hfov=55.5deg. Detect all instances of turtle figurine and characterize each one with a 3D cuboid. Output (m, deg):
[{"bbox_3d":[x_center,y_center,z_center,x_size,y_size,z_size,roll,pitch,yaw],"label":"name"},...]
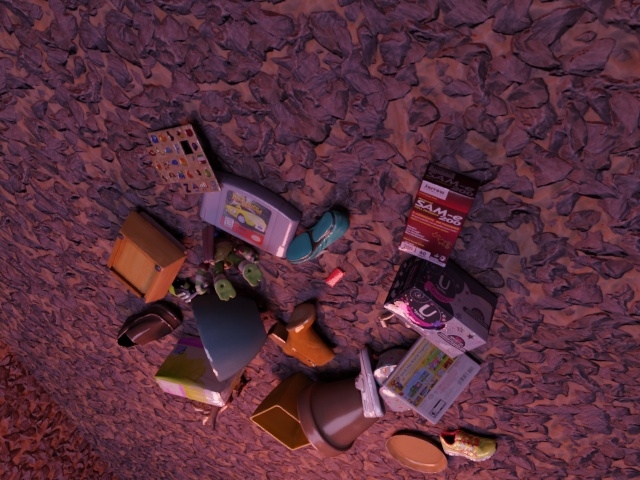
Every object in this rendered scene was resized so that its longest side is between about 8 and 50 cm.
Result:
[{"bbox_3d":[-0.268,0.104,1.821,0.197,0.266,0.275,3,108,-25],"label":"turtle figurine"}]

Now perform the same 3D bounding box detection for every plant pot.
[{"bbox_3d":[-0.094,0.616,2.242,0.212,0.187,0.212,40,136,-11],"label":"plant pot"},{"bbox_3d":[0.089,0.582,2.092,0.229,0.263,0.263,-32,112,26],"label":"plant pot"},{"bbox_3d":[0.361,0.789,2.274,0.236,0.032,0.236,15,135,16],"label":"plant pot"},{"bbox_3d":[-0.287,0.292,2.006,0.195,0.290,0.290,-20,129,-8],"label":"plant pot"}]

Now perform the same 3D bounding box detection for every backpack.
[{"bbox_3d":[0.259,0.438,1.913,0.165,0.144,0.188,-22,108,39],"label":"backpack"}]

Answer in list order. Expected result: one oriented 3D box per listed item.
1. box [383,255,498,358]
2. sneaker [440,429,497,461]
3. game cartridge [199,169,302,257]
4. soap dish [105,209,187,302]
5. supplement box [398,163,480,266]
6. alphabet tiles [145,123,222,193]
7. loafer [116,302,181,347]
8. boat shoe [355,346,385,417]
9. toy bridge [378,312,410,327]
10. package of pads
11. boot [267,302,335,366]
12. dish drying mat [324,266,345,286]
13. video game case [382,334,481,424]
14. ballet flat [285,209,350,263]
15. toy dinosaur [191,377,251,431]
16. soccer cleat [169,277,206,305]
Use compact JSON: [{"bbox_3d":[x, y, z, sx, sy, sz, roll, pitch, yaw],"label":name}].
[{"bbox_3d":[0.318,0.163,1.597,0.247,0.163,0.142,37,139,-9],"label":"box"},{"bbox_3d":[0.497,0.689,2.068,0.208,0.081,0.094,-12,122,37],"label":"sneaker"},{"bbox_3d":[-0.204,-0.080,1.735,0.294,0.060,0.196,26,134,4],"label":"game cartridge"},{"bbox_3d":[-0.583,0.063,2.007,0.229,0.118,0.291,41,137,1],"label":"soap dish"},{"bbox_3d":[0.283,-0.057,1.473,0.130,0.073,0.240,21,136,10],"label":"supplement box"},{"bbox_3d":[-0.392,-0.219,1.696,0.237,0.009,0.198,0,122,41],"label":"alphabet tiles"},{"bbox_3d":[-0.666,0.350,2.341,0.134,0.130,0.365,46,135,-18],"label":"loafer"},{"bbox_3d":[0.146,0.459,1.956,0.075,0.227,0.083,-15,168,16],"label":"boat shoe"},{"bbox_3d":[0.255,0.226,1.795,0.188,0.026,0.063,-6,125,33],"label":"toy bridge"},{"bbox_3d":[-0.444,0.484,2.276,0.296,0.229,0.101,7,133,22],"label":"package of pads"},{"bbox_3d":[-0.027,0.319,1.997,0.211,0.104,0.295,36,143,-15],"label":"boot"},{"bbox_3d":[0.043,0.110,1.813,0.032,0.008,0.083,35,138,-5],"label":"dish drying mat"},{"bbox_3d":[0.332,0.402,1.813,0.206,0.026,0.227,38,93,-9],"label":"video game case"},{"bbox_3d":[0.000,0.000,1.676,0.087,0.083,0.247,10,146,-34],"label":"ballet flat"},{"bbox_3d":[-0.369,0.593,2.309,0.200,0.296,0.127,-20,104,0],"label":"toy dinosaur"},{"bbox_3d":[-0.456,0.184,2.121,0.178,0.060,0.072,25,136,10],"label":"soccer cleat"}]
